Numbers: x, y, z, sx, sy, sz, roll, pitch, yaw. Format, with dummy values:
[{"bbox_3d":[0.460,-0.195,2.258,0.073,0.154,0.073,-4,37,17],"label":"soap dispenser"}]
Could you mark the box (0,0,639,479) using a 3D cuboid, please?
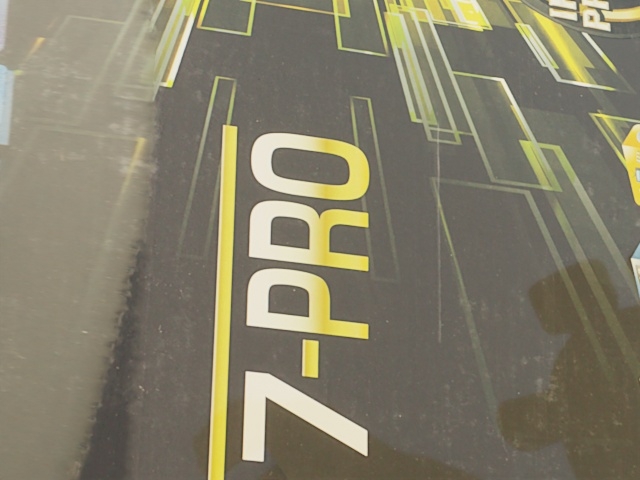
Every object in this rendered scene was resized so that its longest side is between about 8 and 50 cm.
[{"bbox_3d":[0.000,0.000,0.665,0.318,0.097,0.395,7,63,-11],"label":"box"}]
